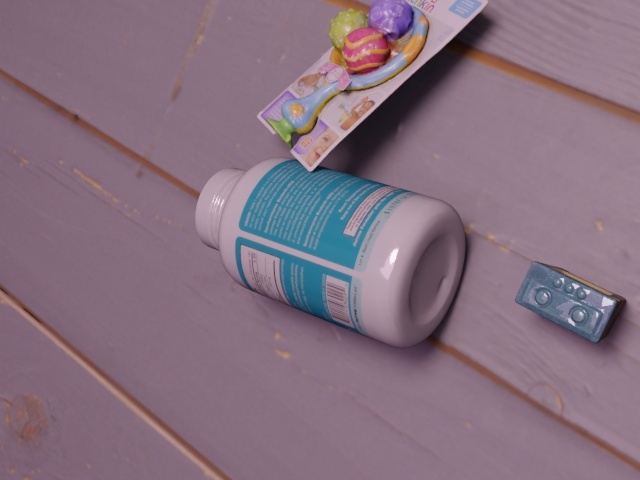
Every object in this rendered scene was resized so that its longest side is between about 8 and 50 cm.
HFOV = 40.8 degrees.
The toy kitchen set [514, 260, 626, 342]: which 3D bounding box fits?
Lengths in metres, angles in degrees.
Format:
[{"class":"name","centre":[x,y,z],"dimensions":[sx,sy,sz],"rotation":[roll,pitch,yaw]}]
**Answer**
[{"class":"toy kitchen set","centre":[0.275,-0.004,0.706],"dimensions":[0.166,0.122,0.207],"rotation":[29,99,31]}]

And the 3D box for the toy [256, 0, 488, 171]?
[{"class":"toy","centre":[0.036,-0.190,0.863],"dimensions":[0.237,0.056,0.137],"rotation":[-45,42,4]}]

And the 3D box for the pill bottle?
[{"class":"pill bottle","centre":[0.000,0.000,0.864],"dimensions":[0.264,0.146,0.146],"rotation":[19,94,32]}]
